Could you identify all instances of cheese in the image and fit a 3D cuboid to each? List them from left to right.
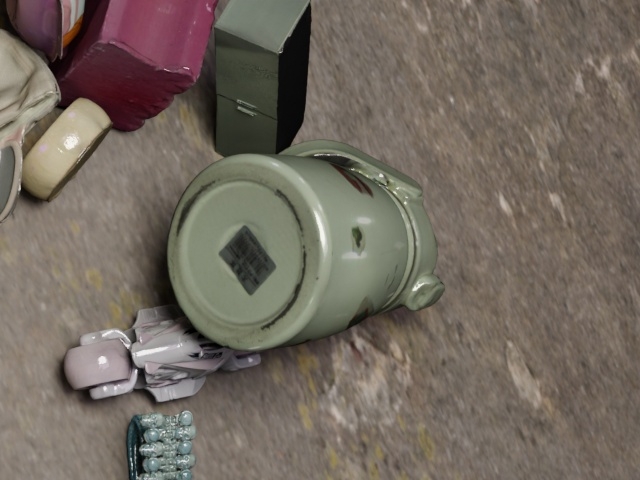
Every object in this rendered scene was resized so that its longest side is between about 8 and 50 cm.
[{"bbox_3d":[-0.306,-0.305,1.839,0.074,0.189,0.286,-6,44,-18],"label":"cheese"}]

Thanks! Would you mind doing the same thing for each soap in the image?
[{"bbox_3d":[-0.178,-0.321,1.912,0.128,0.233,0.359,22,69,-21],"label":"soap"}]

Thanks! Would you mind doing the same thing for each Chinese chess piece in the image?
[{"bbox_3d":[-0.280,-0.099,1.870,0.051,0.122,0.122,39,63,-3],"label":"Chinese chess piece"}]

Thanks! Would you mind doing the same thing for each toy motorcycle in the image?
[{"bbox_3d":[-0.159,0.120,1.896,0.254,0.112,0.112,-10,84,-31],"label":"toy motorcycle"}]

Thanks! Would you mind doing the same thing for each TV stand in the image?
[{"bbox_3d":[-0.065,-0.181,1.916,0.083,0.269,0.088,25,66,10],"label":"TV stand"}]

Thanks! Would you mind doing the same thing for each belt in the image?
[{"bbox_3d":[-0.173,0.276,1.863,0.065,0.100,0.179,-2,82,-25],"label":"belt"}]

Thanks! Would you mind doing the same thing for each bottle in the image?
[{"bbox_3d":[0.000,0.000,1.926,0.352,0.229,0.229,-6,81,-59],"label":"bottle"}]

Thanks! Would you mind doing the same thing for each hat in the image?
[{"bbox_3d":[-0.403,-0.111,1.832,0.220,0.164,0.226,13,113,-12],"label":"hat"}]
